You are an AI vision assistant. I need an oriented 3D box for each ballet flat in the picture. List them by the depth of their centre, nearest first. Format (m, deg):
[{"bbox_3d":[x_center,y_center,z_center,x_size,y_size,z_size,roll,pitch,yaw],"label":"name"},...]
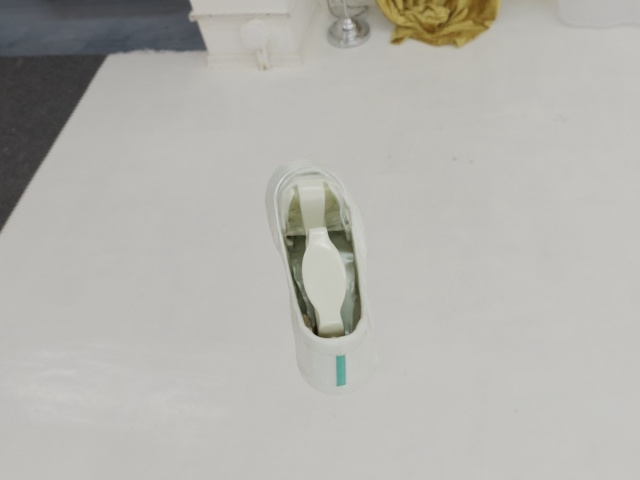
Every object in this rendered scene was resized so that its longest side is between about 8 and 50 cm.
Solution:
[{"bbox_3d":[0.000,0.000,0.722,0.139,0.139,0.400,-13,52,2],"label":"ballet flat"}]
